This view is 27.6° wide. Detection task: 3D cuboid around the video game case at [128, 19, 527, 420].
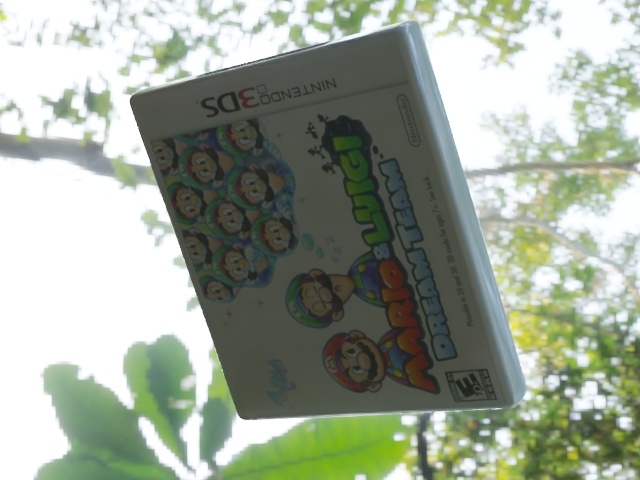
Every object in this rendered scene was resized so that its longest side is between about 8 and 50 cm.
[{"bbox_3d":[0.000,0.000,0.539,0.143,0.019,0.157,-8,-74,36],"label":"video game case"}]
